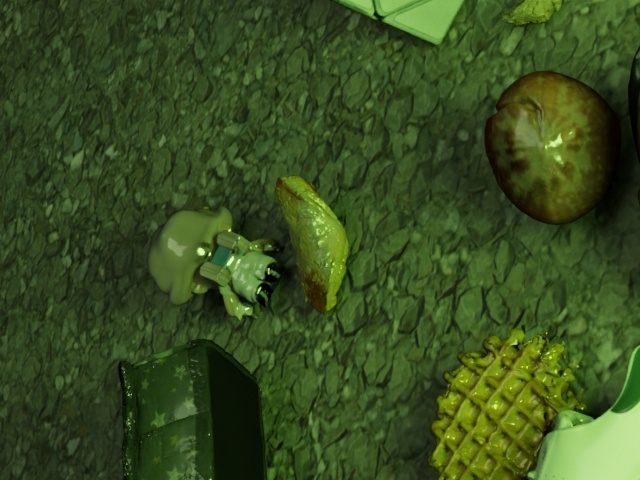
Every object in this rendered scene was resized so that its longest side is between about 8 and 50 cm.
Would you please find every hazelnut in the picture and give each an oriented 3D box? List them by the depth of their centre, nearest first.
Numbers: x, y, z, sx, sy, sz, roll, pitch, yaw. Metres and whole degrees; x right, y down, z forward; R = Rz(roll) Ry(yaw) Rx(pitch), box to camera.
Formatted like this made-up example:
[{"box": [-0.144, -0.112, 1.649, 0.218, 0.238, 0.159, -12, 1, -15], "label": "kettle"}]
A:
[{"box": [0.232, -0.092, 1.866, 0.143, 0.143, 0.154, -3, 91, 51], "label": "hazelnut"}]

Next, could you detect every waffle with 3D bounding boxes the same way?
[{"box": [0.190, 0.189, 1.864, 0.197, 0.070, 0.193, -33, 51, 36], "label": "waffle"}]

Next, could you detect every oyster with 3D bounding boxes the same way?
[{"box": [0.237, -0.259, 2.033, 0.081, 0.038, 0.083, -46, 9, -6], "label": "oyster"}]

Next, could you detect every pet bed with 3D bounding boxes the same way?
[{"box": [-0.163, 0.240, 2.170, 0.159, 0.183, 0.211, -16, 63, 18], "label": "pet bed"}]

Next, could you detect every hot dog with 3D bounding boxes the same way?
[{"box": [0.000, 0.000, 2.180, 0.078, 0.061, 0.169, -18, 88, 55], "label": "hot dog"}]

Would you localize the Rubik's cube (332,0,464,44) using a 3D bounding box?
[{"box": [0.065, -0.373, 2.137, 0.205, 0.207, 0.205, -60, 38, 13], "label": "Rubik's cube"}]

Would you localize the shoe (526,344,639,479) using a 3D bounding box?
[{"box": [0.230, 0.245, 1.718, 0.363, 0.132, 0.160, -47, 59, 23], "label": "shoe"}]

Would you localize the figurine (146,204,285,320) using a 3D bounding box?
[{"box": [-0.138, 0.023, 2.312, 0.229, 0.112, 0.137, 21, 87, 43], "label": "figurine"}]

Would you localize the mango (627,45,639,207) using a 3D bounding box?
[{"box": [0.381, -0.072, 1.661, 0.201, 0.153, 0.287, -28, 54, 46], "label": "mango"}]
